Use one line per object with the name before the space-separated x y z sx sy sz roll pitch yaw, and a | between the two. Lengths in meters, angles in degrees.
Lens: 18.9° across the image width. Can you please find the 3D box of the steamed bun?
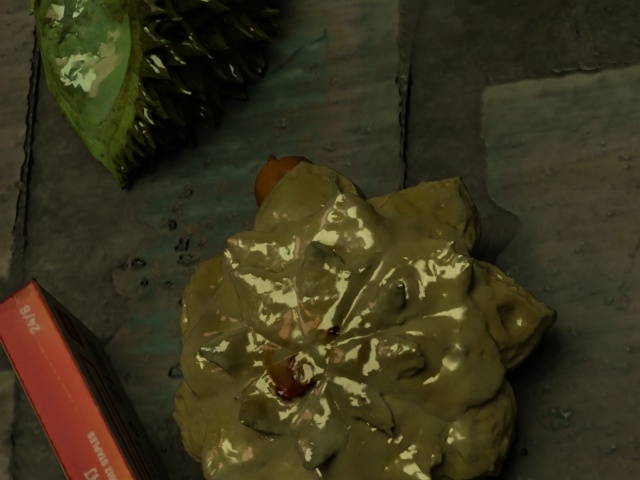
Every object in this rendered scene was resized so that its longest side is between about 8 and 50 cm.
steamed bun | 0.016 0.076 1.378 0.296 0.137 0.292 -9 78 20

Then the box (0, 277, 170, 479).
box | -0.169 0.147 1.455 0.050 0.123 0.229 -33 60 3

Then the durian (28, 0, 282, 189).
durian | -0.146 -0.250 1.585 0.198 0.163 0.394 -15 89 46

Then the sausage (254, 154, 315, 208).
sausage | 0.000 0.000 1.493 0.062 0.054 0.183 -46 59 27
